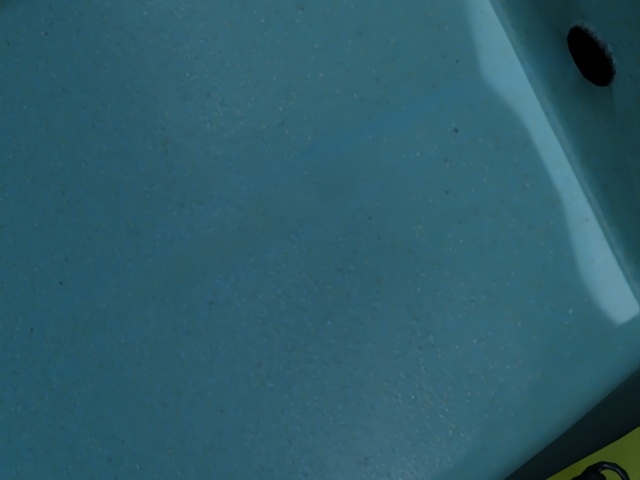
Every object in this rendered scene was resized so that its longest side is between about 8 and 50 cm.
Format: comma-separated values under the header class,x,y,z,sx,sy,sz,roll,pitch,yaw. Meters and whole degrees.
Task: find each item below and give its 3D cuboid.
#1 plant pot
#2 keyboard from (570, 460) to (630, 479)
class,x,y,z,sx,sy,sz,roll,pitch,yaw
plant pot,0.000,0.000,0.421,0.234,0.165,0.166,-32,81,44
keyboard,0.120,0.147,0.442,0.201,0.033,0.317,28,124,16
